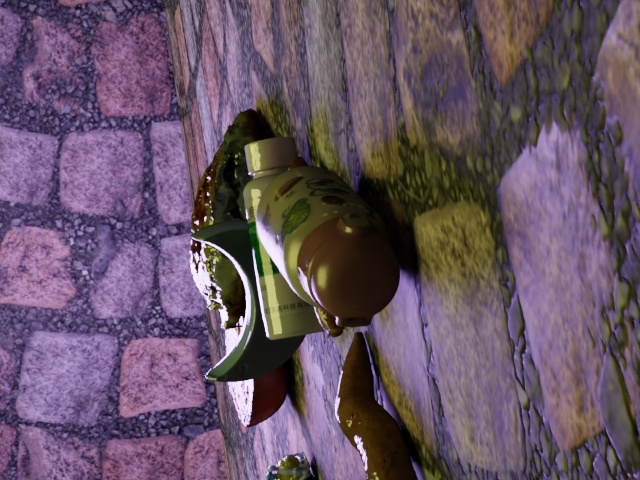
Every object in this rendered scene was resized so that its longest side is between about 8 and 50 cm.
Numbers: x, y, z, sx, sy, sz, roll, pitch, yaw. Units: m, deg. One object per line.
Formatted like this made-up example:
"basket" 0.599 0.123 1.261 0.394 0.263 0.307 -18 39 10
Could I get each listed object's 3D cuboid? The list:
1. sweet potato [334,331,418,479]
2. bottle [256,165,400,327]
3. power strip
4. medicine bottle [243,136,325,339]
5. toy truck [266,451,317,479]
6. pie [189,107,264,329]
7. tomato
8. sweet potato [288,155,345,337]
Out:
"sweet potato" 0.055 0.208 1.355 0.281 0.059 0.067 -116 29 -54
"bottle" 0.012 0.005 1.277 0.253 0.120 0.120 -133 36 -69
"power strip" -0.090 0.068 1.709 0.054 0.168 0.253 -147 53 -67
"medicine bottle" -0.046 -0.003 1.626 0.095 0.095 0.260 143 118 -78
"toy truck" -0.046 0.388 1.959 0.076 0.077 0.111 -129 32 -69
"pie" -0.145 -0.036 1.971 0.288 0.103 0.354 160 115 -77
"tomato" -0.104 0.201 2.096 0.225 0.085 0.225 176 90 -78
"sweet potato" 0.001 -0.001 1.487 0.057 0.057 0.264 96 162 -52
